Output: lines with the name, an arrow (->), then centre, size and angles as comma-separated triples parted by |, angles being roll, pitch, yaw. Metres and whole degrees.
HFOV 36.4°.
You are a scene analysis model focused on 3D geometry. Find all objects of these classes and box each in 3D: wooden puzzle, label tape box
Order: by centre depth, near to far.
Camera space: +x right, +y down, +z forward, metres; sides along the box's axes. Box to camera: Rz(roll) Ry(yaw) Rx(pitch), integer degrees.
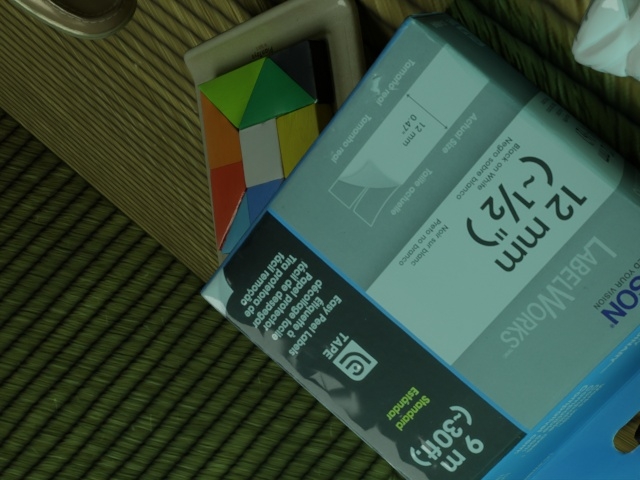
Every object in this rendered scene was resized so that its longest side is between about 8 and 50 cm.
label tape box -> 0.128, 0.049, 0.670 | 0.348, 0.249, 0.115 | 42, -158, 7
wooden puzzle -> -0.038, -0.072, 0.831 | 0.221, 0.044, 0.238 | -11, 90, 48

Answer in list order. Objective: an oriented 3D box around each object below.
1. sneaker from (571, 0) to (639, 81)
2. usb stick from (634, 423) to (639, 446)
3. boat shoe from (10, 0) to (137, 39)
sneaker -> 0.187, -0.122, 0.406 | 0.115, 0.090, 0.232 | 32, 173, 12
usb stick -> 0.432, 0.276, 0.965 | 0.278, 0.045, 0.077 | 42, 166, 2
boat shoe -> -0.319, -0.344, 0.970 | 0.341, 0.121, 0.110 | 46, 166, -9
